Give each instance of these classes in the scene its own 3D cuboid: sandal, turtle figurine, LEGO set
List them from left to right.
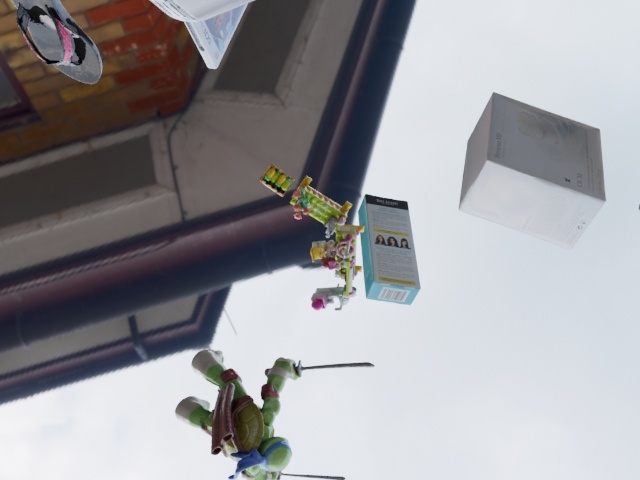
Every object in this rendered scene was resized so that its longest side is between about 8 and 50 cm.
[{"bbox_3d":[-0.292,-0.224,0.818,0.067,0.179,0.040,1,-119,13],"label":"sandal"},{"bbox_3d":[-0.092,0.289,1.248,0.275,0.197,0.266,-27,-145,-35],"label":"turtle figurine"},{"bbox_3d":[0.000,0.000,1.275,0.132,0.287,0.107,-16,-153,15],"label":"LEGO set"}]

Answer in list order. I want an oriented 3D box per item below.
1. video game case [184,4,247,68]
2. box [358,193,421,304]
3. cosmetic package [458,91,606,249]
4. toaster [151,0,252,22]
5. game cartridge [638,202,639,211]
[{"bbox_3d":[-0.178,-0.430,1.311,0.023,0.183,0.201,11,-114,20],"label":"video game case"},{"bbox_3d":[0.139,0.015,1.601,0.101,0.060,0.244,9,-133,-13],"label":"box"},{"bbox_3d":[0.392,-0.134,1.431,0.225,0.138,0.224,18,-136,-1],"label":"cosmetic package"},{"bbox_3d":[-0.109,-0.288,0.650,0.147,0.227,0.129,-23,-114,18],"label":"toaster"},{"bbox_3d":[0.528,0.022,0.790,0.230,0.355,0.068,22,-85,-18],"label":"game cartridge"}]
